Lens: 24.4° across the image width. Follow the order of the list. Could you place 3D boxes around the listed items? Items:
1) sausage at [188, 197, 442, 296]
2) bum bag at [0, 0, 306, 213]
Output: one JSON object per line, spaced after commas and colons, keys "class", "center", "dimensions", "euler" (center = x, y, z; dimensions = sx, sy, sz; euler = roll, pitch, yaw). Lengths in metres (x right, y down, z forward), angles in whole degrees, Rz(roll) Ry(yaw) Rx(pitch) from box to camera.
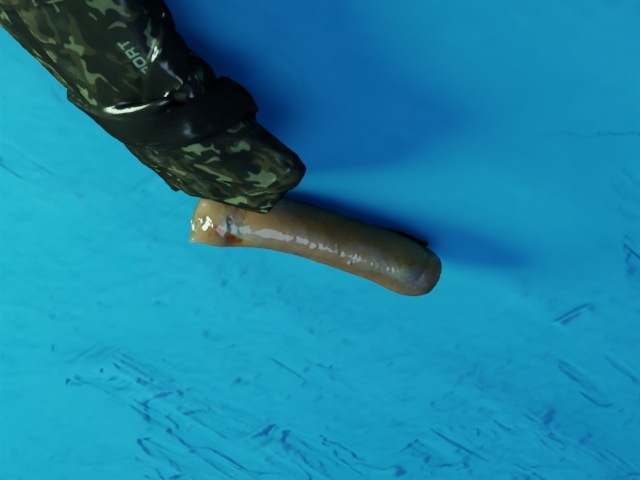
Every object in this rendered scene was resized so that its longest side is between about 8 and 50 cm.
{"class": "sausage", "center": [0.000, 0.001, 1.008], "dimensions": [0.176, 0.040, 0.047], "euler": [15, 142, -17]}
{"class": "bum bag", "center": [-0.104, -0.093, 0.881], "dimensions": [0.102, 0.069, 0.248], "euler": [10, 156, 48]}
